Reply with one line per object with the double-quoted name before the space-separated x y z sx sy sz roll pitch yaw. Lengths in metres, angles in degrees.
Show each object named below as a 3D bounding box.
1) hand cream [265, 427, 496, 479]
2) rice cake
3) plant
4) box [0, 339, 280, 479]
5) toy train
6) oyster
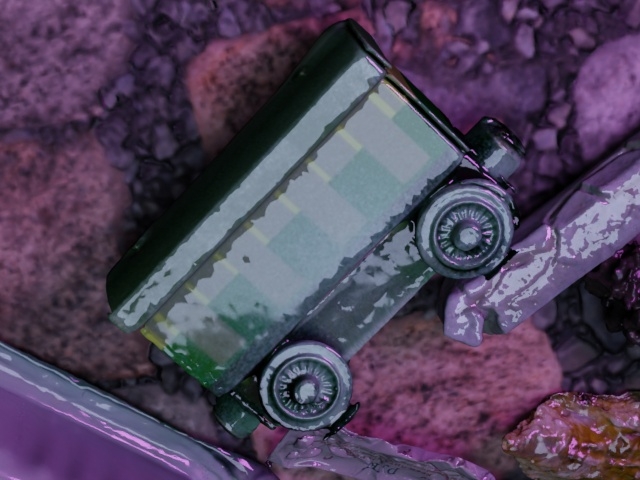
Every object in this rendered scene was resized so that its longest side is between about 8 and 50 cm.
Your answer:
"hand cream" 0.085 0.196 1.157 0.257 0.050 0.084 24 146 -10
"rice cake" 0.223 -0.037 1.092 0.336 0.066 0.063 -40 101 5
"plant" 0.269 0.066 1.136 0.085 0.087 0.174 -28 108 35
"box" -0.232 0.233 1.114 0.336 0.106 0.264 28 104 -16
"toy train" 0.000 0.000 1.054 0.202 0.120 0.301 41 101 -15
"oyster" 0.223 0.161 1.185 0.121 0.045 0.146 -47 109 -5
